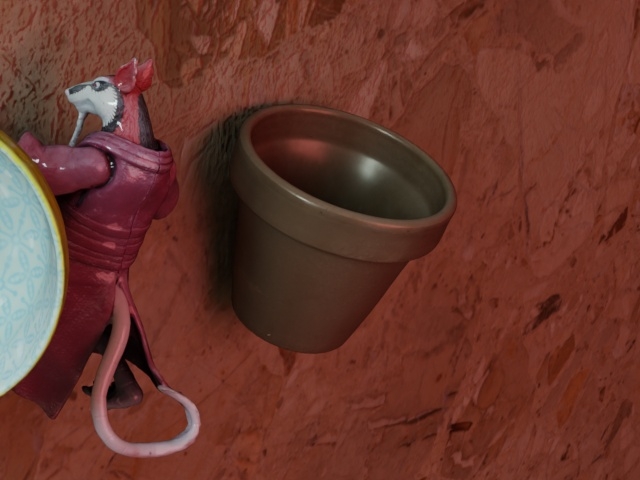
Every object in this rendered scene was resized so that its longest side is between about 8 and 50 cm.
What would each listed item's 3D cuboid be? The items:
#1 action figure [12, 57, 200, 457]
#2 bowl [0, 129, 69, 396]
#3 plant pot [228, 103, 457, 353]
[{"bbox_3d":[-0.228,-0.002,1.613,0.248,0.276,0.370,-1,121,-46],"label":"action figure"},{"bbox_3d":[-0.353,-0.001,1.489,0.156,0.289,0.289,-75,171,-72],"label":"bowl"},{"bbox_3d":[0.000,0.000,1.936,0.263,0.263,0.229,-17,137,-47],"label":"plant pot"}]
